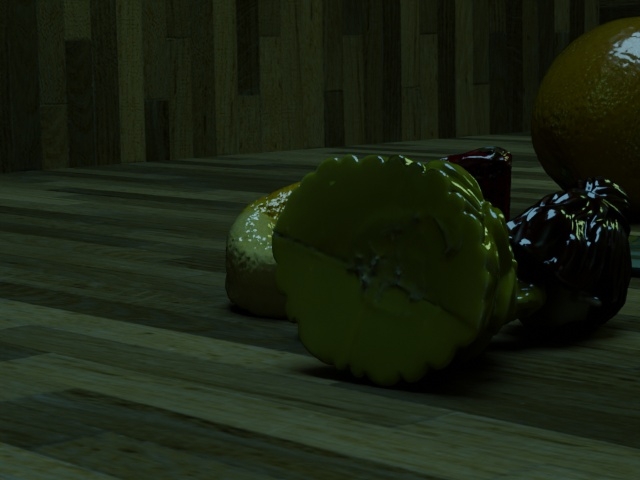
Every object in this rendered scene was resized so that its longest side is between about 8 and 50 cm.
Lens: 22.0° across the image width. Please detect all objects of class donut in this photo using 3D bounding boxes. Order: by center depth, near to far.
[{"bbox_3d":[0.001,0.000,1.494,0.190,0.075,0.174,-16,30,-19],"label":"donut"}]

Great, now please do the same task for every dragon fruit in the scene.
[{"bbox_3d":[0.170,-0.057,1.957,0.120,0.127,0.161,8,10,12],"label":"dragon fruit"}]

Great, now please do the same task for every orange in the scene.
[{"bbox_3d":[0.416,-0.160,2.182,0.274,0.274,0.274,-1,7,0],"label":"orange"}]

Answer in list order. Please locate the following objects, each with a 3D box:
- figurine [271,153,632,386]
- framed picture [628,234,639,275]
[{"bbox_3d":[0.136,0.027,1.274,0.187,0.168,0.315,-9,-9,39],"label":"figurine"},{"bbox_3d":[0.366,0.017,1.754,0.323,0.013,0.244,3,9,37],"label":"framed picture"}]
